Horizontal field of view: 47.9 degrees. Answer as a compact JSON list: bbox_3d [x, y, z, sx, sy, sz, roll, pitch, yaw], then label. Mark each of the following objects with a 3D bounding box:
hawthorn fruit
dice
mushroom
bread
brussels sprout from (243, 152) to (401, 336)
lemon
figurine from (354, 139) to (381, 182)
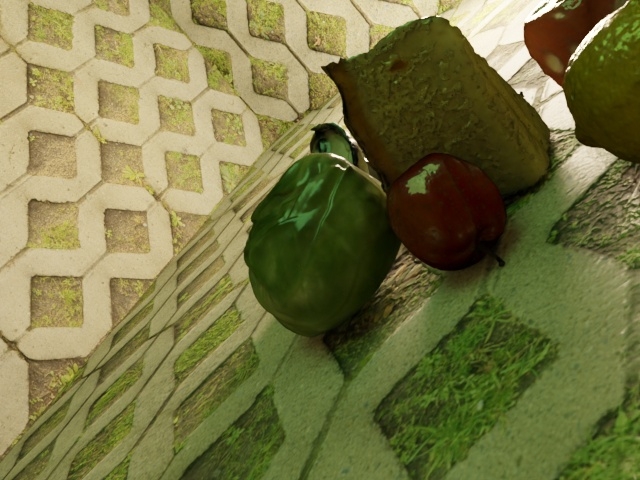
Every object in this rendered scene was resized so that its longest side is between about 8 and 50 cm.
[{"bbox_3d":[0.190,-0.027,1.018,0.157,0.194,0.157,-30,-30,-19],"label":"hawthorn fruit"},{"bbox_3d":[0.458,-0.355,1.198,0.174,0.175,0.179,-46,15,-11],"label":"dice"},{"bbox_3d":[-0.007,-0.071,1.533,0.248,0.130,0.344,12,79,45],"label":"mushroom"},{"bbox_3d":[0.198,-0.206,1.170,0.249,0.315,0.279,-23,12,30],"label":"bread"},{"bbox_3d":[0.000,0.000,1.219,0.328,0.247,0.328,-40,22,19],"label":"brussels sprout"},{"bbox_3d":[0.397,-0.191,0.848,0.231,0.192,0.192,-39,13,39],"label":"lemon"},{"bbox_3d":[0.102,-0.176,1.712,0.176,0.133,0.236,-32,20,27],"label":"figurine"}]
